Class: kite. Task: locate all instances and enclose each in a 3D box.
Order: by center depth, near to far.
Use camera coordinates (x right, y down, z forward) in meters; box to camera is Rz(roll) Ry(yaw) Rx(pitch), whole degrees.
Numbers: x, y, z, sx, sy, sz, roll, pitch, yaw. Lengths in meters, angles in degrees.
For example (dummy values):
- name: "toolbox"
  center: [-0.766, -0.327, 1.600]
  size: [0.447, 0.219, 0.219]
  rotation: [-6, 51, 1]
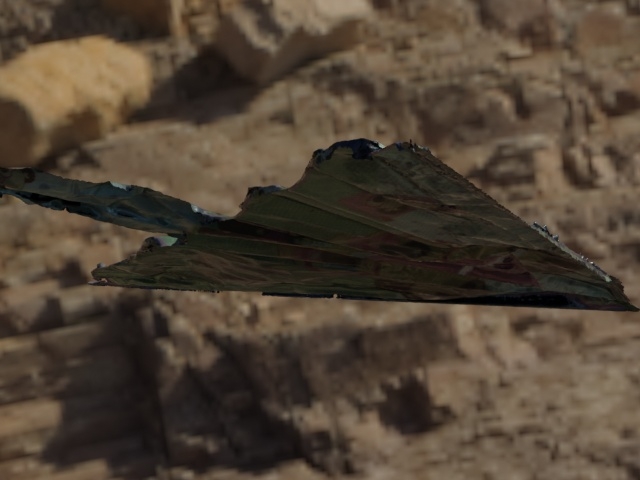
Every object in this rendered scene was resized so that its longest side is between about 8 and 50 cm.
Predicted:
- name: "kite"
  center: [0.000, 0.000, 0.620]
  size: [0.267, 0.013, 0.323]
  rotation: [10, -12, -19]
